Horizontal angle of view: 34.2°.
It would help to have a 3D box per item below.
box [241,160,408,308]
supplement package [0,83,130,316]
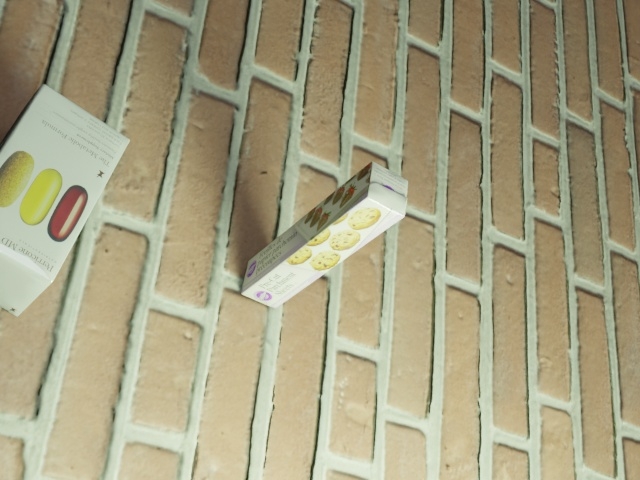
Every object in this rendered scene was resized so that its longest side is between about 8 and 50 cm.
[{"bbox_3d":[0.000,0.000,1.447,0.067,0.324,0.063,27,51,-24],"label":"box"},{"bbox_3d":[-0.370,-0.051,1.328,0.139,0.134,0.244,33,52,-19],"label":"supplement package"}]
